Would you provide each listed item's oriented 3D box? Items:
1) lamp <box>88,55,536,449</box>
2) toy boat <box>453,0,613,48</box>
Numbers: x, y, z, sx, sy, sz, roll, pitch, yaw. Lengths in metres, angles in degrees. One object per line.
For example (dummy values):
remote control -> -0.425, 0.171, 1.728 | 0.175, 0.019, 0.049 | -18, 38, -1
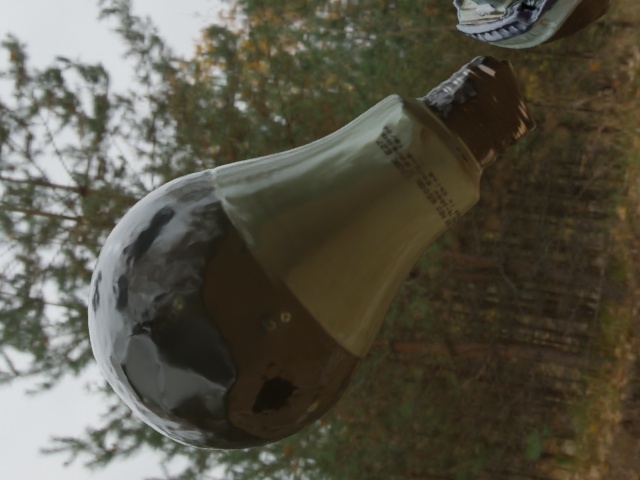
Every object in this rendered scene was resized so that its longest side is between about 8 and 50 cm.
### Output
lamp -> 0.003, 0.019, 0.533 | 0.182, 0.314, 0.182 | -22, -90, -80
toy boat -> 0.191, -0.264, 0.847 | 0.114, 0.115, 0.262 | -64, 27, 0
